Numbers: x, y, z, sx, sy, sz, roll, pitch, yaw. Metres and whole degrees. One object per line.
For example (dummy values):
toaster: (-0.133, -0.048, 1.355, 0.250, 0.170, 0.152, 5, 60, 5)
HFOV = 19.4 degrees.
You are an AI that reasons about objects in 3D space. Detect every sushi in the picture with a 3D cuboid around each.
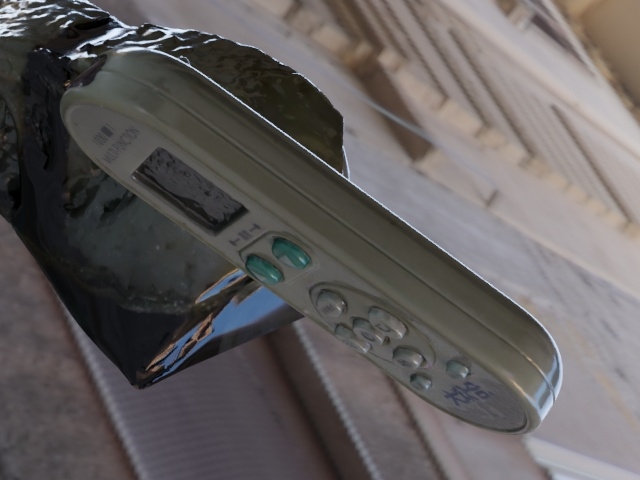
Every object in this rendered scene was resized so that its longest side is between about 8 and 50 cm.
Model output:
sushi: (-0.104, -0.066, 0.896, 0.273, 0.134, 0.109, 43, -38, 30)

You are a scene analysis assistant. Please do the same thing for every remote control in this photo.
remote control: (0.000, 0.000, 0.711, 0.221, 0.078, 0.042, 37, -110, -9)
